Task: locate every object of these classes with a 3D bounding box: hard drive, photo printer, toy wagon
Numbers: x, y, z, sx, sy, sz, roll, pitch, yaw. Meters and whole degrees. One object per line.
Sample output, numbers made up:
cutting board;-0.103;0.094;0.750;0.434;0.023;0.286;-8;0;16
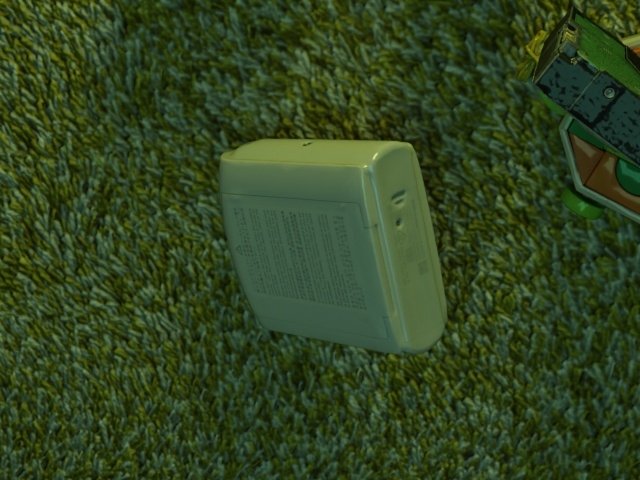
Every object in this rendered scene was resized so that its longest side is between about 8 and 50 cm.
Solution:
hard drive;0.378;-0.108;1.297;0.339;0.237;0.064;37;113;-2
photo printer;0.000;0.000;1.503;0.307;0.107;0.256;5;114;47
toy wagon;0.388;-0.135;1.449;0.344;0.068;0.267;28;112;2
